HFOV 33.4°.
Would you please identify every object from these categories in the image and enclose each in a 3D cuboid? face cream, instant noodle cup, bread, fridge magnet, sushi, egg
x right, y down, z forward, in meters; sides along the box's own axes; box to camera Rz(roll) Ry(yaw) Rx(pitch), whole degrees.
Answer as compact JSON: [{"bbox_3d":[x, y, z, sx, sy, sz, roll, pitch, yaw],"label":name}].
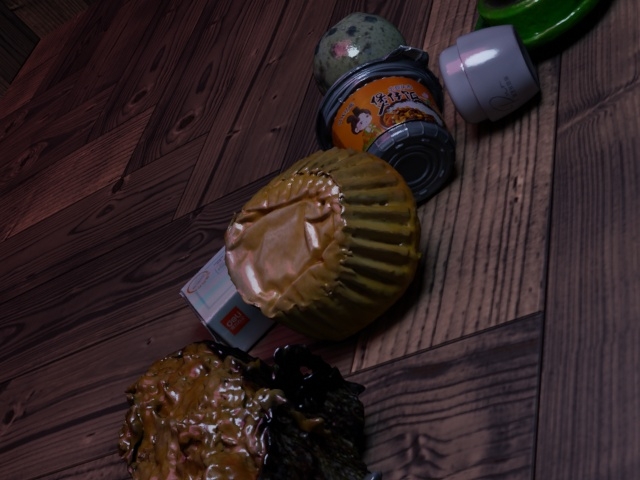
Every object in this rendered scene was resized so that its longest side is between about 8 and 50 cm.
[{"bbox_3d":[0.213,-0.211,1.352,0.104,0.117,0.117,-22,34,20],"label":"face cream"},{"bbox_3d":[0.093,-0.125,1.352,0.177,0.208,0.125,-6,42,-16],"label":"instant noodle cup"},{"bbox_3d":[0.004,-0.001,1.252,0.240,0.139,0.240,-10,73,36],"label":"bread"},{"bbox_3d":[0.294,-0.331,1.437,0.208,0.088,0.208,-31,31,21],"label":"fridge magnet"},{"bbox_3d":[-0.075,0.205,1.074,0.234,0.207,0.348,-51,26,0],"label":"sushi"},{"bbox_3d":[0.063,-0.272,1.600,0.141,0.141,0.182,-23,26,33],"label":"egg"}]

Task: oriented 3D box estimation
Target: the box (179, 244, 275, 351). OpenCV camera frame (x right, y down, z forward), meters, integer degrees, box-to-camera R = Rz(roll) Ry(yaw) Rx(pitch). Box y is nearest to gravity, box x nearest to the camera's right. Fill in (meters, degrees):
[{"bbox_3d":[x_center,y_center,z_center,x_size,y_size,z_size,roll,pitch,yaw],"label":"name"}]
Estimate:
[{"bbox_3d":[-0.061,0.020,1.428,0.269,0.079,0.135,-46,28,-4],"label":"box"}]
